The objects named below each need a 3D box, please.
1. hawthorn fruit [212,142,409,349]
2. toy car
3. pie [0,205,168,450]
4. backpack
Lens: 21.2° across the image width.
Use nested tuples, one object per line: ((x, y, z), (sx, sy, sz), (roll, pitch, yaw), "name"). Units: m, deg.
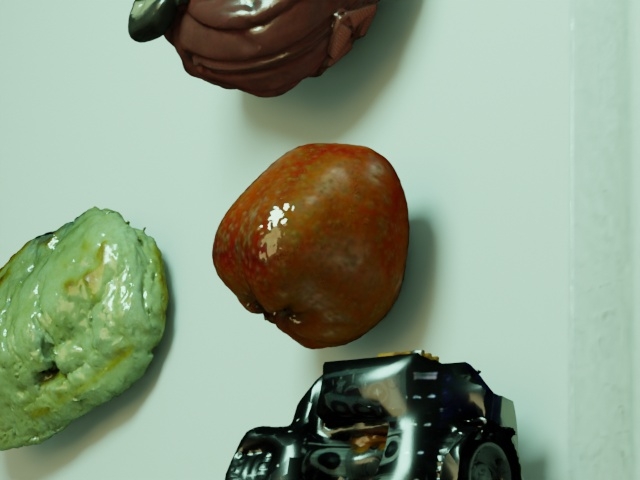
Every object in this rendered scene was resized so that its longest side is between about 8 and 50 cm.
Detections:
((0.000, 0.000, 1.175), (0.133, 0.133, 0.138), (14, 66, 54), "hawthorn fruit")
((0.035, 0.210, 1.016), (0.193, 0.118, 0.301), (-10, 62, 40), "toy car")
((-0.229, 0.065, 1.458), (0.248, 0.090, 0.201), (-32, 45, 33), "pie")
((-0.031, -0.202, 1.318), (0.229, 0.139, 0.229), (-29, 36, 23), "backpack")
